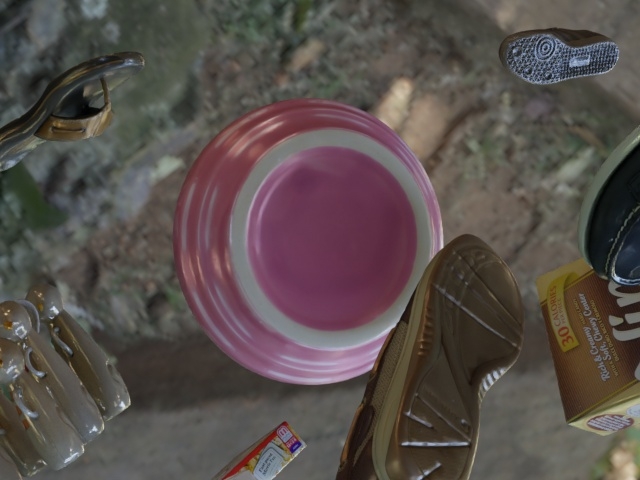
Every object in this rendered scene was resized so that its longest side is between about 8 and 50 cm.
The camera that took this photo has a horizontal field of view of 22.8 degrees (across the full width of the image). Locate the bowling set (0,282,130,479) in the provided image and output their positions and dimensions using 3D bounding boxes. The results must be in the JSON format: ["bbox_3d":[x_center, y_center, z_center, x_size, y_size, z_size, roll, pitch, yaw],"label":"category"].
[{"bbox_3d":[-0.311,0.159,1.483,0.200,0.154,0.287,-34,-178,3],"label":"bowling set"}]

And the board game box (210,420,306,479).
[{"bbox_3d":[-0.121,0.318,1.976,0.193,0.045,0.147,-40,179,-42],"label":"board game box"}]

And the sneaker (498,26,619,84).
[{"bbox_3d":[0.285,-0.235,1.990,0.188,0.071,0.066,-1,111,-35],"label":"sneaker"}]

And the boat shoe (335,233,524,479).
[{"bbox_3d":[0.092,0.125,1.464,0.123,0.342,0.123,43,130,-18],"label":"boat shoe"}]

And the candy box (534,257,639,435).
[{"bbox_3d":[0.401,0.074,1.728,0.316,0.183,0.087,-26,149,31],"label":"candy box"}]

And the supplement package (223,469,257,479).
[{"bbox_3d":[-0.070,0.399,1.478,0.175,0.293,0.177,-23,150,-33],"label":"supplement package"}]

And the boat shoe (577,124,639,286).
[{"bbox_3d":[0.312,-0.049,1.202,0.127,0.113,0.340,3,141,-32],"label":"boat shoe"}]

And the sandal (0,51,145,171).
[{"bbox_3d":[-0.247,-0.117,1.550,0.219,0.060,0.090,-33,173,26],"label":"sandal"}]

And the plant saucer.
[{"bbox_3d":[0.000,0.000,1.813,0.332,0.084,0.332,1,88,-22],"label":"plant saucer"}]
